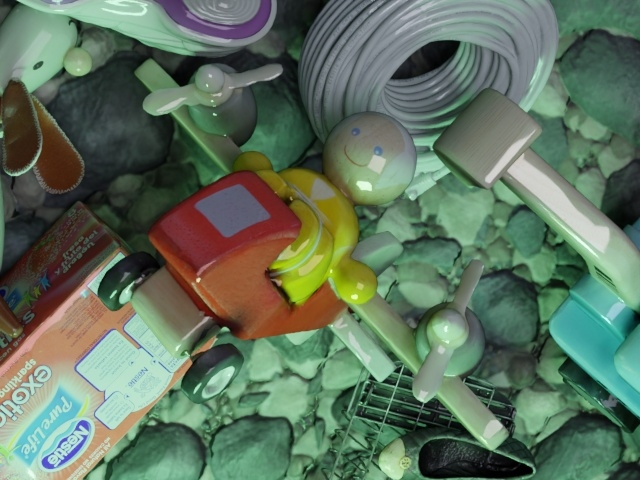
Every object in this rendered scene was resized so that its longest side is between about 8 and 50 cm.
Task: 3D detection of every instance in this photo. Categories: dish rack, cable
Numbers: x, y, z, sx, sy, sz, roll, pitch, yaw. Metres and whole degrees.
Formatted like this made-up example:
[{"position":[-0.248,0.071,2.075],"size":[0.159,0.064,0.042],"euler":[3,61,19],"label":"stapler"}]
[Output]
[{"position":[0.084,0.257,2.010],"size":[0.208,0.074,0.272],"euler":[17,97,-24],"label":"dish rack"},{"position":[0.105,-0.171,1.826],"size":[0.257,0.089,0.257],"euler":[-29,141,3],"label":"cable"}]

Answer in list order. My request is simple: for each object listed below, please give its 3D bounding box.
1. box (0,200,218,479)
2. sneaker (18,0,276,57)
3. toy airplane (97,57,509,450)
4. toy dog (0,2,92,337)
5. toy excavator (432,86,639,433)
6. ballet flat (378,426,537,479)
[{"position":[-0.267,0.132,1.806],"size":[0.300,0.142,0.154],"euler":[-46,120,-2],"label":"box"},{"position":[-0.198,-0.233,1.738],"size":[0.305,0.152,0.114],"euler":[20,78,-9],"label":"sneaker"},{"position":[0.000,0.000,1.737],"size":[0.386,0.384,0.272],"euler":[33,107,-23],"label":"toy airplane"},{"position":[-0.293,-0.046,1.731],"size":[0.161,0.220,0.334],"euler":[27,105,9],"label":"toy dog"},{"position":[0.325,0.052,1.881],"size":[0.433,0.445,0.222],"euler":[43,88,19],"label":"toy excavator"},{"position":[0.143,0.225,1.956],"size":[0.173,0.049,0.058],"euler":[1,101,-20],"label":"ballet flat"}]
